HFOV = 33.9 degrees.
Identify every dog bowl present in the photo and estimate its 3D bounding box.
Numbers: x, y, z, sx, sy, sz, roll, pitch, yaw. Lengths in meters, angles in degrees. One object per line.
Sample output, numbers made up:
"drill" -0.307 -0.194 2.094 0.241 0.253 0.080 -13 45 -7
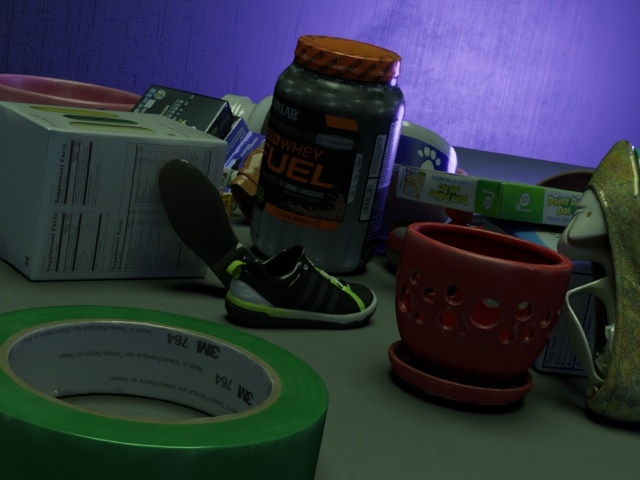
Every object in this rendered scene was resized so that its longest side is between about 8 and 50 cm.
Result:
"dog bowl" 0.108 -0.108 1.871 0.264 0.104 0.265 8 -24 4
"dog bowl" -0.520 -0.238 2.145 0.407 0.151 0.408 10 12 -2

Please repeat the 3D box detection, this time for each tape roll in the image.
"tape roll" -0.156 0.140 0.894 0.321 0.077 0.321 10 13 -2

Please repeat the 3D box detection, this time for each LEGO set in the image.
"LEGO set" -0.232 -0.103 1.808 0.107 0.132 0.287 9 -11 19

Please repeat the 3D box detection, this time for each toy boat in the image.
"toy boat" 0.228 -0.013 1.728 0.231 0.151 0.151 4 14 -28

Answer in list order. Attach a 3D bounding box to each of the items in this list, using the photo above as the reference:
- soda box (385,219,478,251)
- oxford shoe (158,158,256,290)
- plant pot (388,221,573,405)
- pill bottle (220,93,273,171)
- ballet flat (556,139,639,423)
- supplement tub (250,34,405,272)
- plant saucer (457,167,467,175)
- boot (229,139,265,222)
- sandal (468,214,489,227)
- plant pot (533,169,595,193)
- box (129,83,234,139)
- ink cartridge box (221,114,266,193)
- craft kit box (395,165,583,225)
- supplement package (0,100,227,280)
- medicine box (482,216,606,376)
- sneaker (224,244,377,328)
"soda box" 0.209 0.004 1.847 0.181 0.061 0.058 3 15 -28
"oxford shoe" -0.153 -0.014 1.400 0.076 0.212 0.076 -33 17 -10
"plant pot" 0.175 0.083 1.193 0.191 0.174 0.191 9 12 -2
"pill bottle" -0.036 -0.183 2.145 0.362 0.210 0.210 14 13 14
"ballet flat" 0.336 0.040 1.231 0.123 0.349 0.123 -2 -20 -1
"supplement tub" 0.014 -0.137 1.641 0.207 0.338 0.207 10 19 -3
"plant saucer" 0.178 -0.151 2.480 0.332 0.084 0.332 9 12 -2
"boot" -0.080 -0.074 1.911 0.073 0.197 0.152 -26 21 41
"sandal" 0.466 0.009 1.997 0.445 0.107 0.167 3 8 34
"plant pot" 0.441 0.003 1.815 0.237 0.237 0.110 21 -23 41
"box" -0.297 -0.185 1.980 0.183 0.059 0.233 17 58 24
"ink cartridge box" -0.235 -0.167 2.021 0.208 0.045 0.206 16 55 22
"craft kit box" 0.283 -0.063 1.564 0.249 0.061 0.246 5 3 -31
"supplement package" -0.301 -0.069 1.439 0.262 0.198 0.199 0 17 -39
"medicine box" 0.389 0.079 1.449 0.289 0.149 0.263 7 12 -14
"sneaker" -0.015 0.056 1.342 0.234 0.097 0.084 0 16 -39
